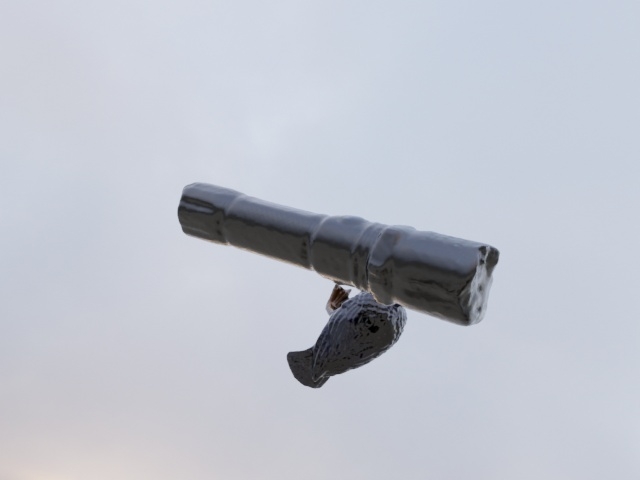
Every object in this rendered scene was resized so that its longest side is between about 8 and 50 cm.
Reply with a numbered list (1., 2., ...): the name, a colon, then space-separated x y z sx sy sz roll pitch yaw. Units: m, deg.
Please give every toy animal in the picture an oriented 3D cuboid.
1. toy animal: 0.070 0.149 1.103 0.122 0.298 0.185 55 -20 -21

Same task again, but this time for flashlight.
1. flashlight: 0.000 0.000 0.741 0.424 0.103 0.103 16 -27 28
